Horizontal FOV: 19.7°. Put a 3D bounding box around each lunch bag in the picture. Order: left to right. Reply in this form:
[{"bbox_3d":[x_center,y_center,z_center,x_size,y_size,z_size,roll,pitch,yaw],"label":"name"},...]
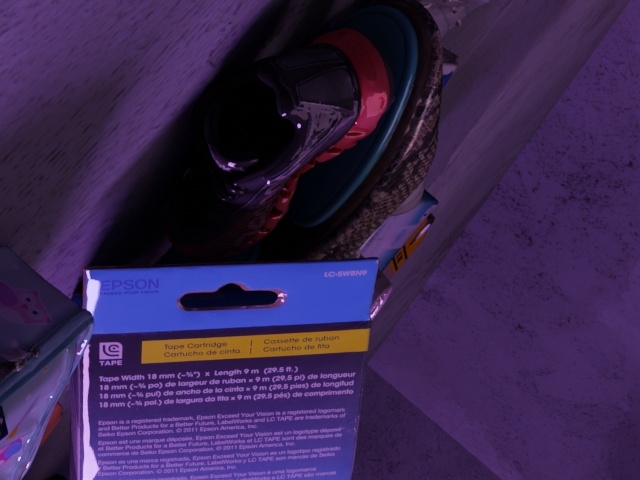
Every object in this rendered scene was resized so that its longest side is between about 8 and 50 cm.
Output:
[{"bbox_3d":[-0.268,0.142,1.272,0.224,0.108,0.279,-41,168,-49],"label":"lunch bag"}]

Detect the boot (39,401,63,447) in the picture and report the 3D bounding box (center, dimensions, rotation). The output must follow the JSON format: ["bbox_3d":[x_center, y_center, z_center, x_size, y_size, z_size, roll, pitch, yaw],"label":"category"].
[{"bbox_3d":[-0.333,0.251,1.636,0.280,0.096,0.264,-55,167,-20],"label":"boot"}]

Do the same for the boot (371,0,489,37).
[{"bbox_3d":[0.090,-0.214,1.647,0.123,0.095,0.258,-48,168,12],"label":"boot"}]

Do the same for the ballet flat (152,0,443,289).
[{"bbox_3d":[-0.016,-0.018,1.664,0.182,0.164,0.483,13,125,-46],"label":"ballet flat"}]

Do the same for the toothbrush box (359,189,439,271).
[{"bbox_3d":[0.000,0.000,2.037,0.216,0.126,0.295,-51,171,8],"label":"toothbrush box"}]

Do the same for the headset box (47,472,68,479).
[{"bbox_3d":[-0.348,0.405,1.982,0.283,0.131,0.246,-52,172,15],"label":"headset box"}]

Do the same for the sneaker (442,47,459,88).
[{"bbox_3d":[0.111,-0.176,2.065,0.084,0.058,0.152,-60,177,12],"label":"sneaker"}]

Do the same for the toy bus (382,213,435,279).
[{"bbox_3d":[0.063,-0.023,2.343,0.130,0.108,0.332,-48,173,-1],"label":"toy bus"}]

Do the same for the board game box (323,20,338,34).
[{"bbox_3d":[0.041,-0.158,1.661,0.090,0.090,0.020,115,-18,-61],"label":"board game box"}]

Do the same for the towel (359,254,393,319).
[{"bbox_3d":[-0.061,0.078,1.847,0.049,0.187,0.282,-34,162,-50],"label":"towel"}]

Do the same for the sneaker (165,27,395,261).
[{"bbox_3d":[-0.063,-0.068,1.487,0.135,0.097,0.276,-15,159,-46],"label":"sneaker"}]

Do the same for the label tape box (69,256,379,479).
[{"bbox_3d":[-0.089,0.115,1.569,0.106,0.240,0.333,-105,-163,-50],"label":"label tape box"}]
